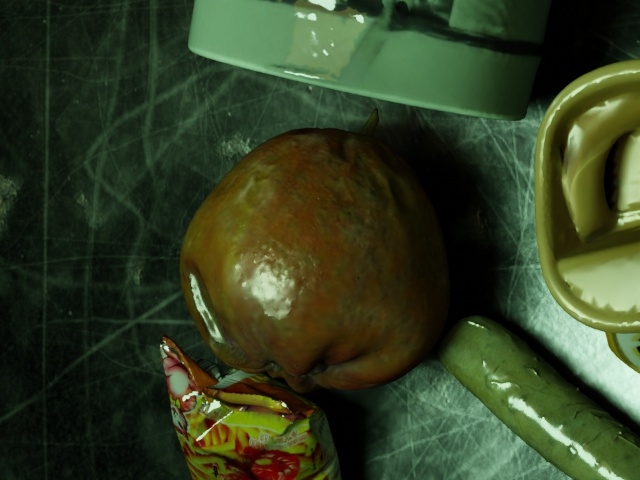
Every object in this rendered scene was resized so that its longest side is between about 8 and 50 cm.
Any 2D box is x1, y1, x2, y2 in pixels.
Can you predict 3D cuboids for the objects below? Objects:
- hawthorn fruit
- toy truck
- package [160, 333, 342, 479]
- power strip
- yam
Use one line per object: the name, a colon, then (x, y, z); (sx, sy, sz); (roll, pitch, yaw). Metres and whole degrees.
hawthorn fruit: (0.000, 0.000, 1.749); (0.277, 0.277, 0.298); (11, 76, 33)
toy truck: (0.322, -0.009, 1.555); (0.204, 0.211, 0.288); (-14, 80, 35)
package: (-0.057, 0.235, 1.851); (0.223, 0.108, 0.288); (19, 138, 37)
power strip: (0.050, -0.217, 1.643); (0.357, 0.357, 0.162); (17, 99, 32)
yam: (0.266, 0.200, 1.676); (0.371, 0.083, 0.083); (39, 112, 28)
